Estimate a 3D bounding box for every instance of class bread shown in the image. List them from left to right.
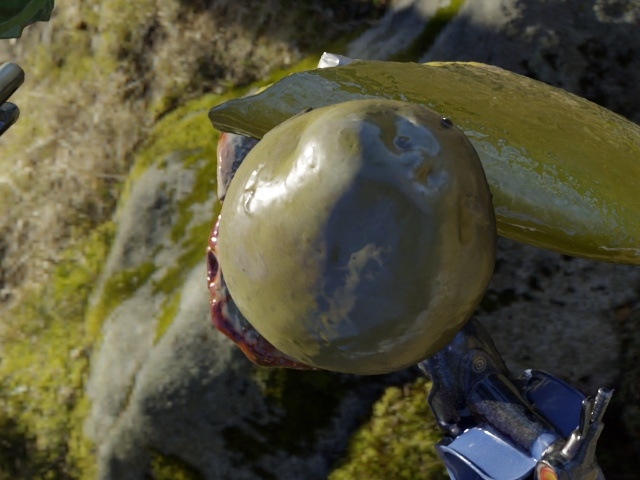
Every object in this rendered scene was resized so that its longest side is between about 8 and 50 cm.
[{"bbox_3d":[0.003,0.003,1.495,0.295,0.114,0.328,4,81,8],"label":"bread"}]

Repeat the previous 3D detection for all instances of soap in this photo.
[{"bbox_3d":[0.140,-0.086,1.008,0.427,0.306,0.115,20,107,12],"label":"soap"}]

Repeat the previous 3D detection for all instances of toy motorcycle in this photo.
[{"bbox_3d":[0.196,0.209,1.007,0.125,0.358,0.212,-38,29,-13],"label":"toy motorcycle"}]

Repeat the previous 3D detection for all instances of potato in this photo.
[{"bbox_3d":[0.023,-0.002,0.779,0.235,0.178,0.160,-55,13,52],"label":"potato"}]

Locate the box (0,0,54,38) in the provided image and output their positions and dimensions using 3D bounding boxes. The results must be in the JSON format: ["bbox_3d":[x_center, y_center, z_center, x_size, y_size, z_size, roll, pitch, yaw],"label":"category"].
[{"bbox_3d":[-0.356,-0.337,0.993,0.106,0.264,0.337,58,143,45],"label":"box"}]

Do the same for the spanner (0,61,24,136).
[{"bbox_3d":[-0.417,-0.080,1.252,0.040,0.325,0.095,27,137,6],"label":"spanner"}]

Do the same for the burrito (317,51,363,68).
[{"bbox_3d":[-0.004,-0.047,1.683,0.101,0.139,0.445,35,113,48],"label":"burrito"}]
